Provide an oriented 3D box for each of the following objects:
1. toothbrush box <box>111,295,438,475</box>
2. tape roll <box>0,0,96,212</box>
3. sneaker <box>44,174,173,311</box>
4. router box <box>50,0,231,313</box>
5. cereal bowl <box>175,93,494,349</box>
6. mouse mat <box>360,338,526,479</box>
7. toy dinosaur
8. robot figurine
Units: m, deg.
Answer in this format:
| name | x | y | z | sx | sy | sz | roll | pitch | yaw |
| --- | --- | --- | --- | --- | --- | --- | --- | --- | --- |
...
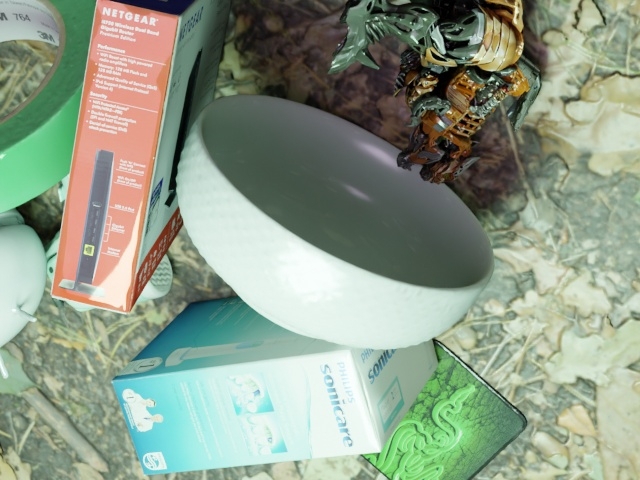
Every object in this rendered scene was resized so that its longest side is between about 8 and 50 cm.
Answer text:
| name | x | y | z | sx | sy | sz | roll | pitch | yaw |
| --- | --- | --- | --- | --- | --- | --- | --- | --- | --- |
| toothbrush box | -0.046 | 0.146 | 1.934 | 0.295 | 0.216 | 0.126 | -10 | 108 | 24 |
| tape roll | -0.372 | -0.162 | 1.869 | 0.321 | 0.321 | 0.077 | 2 | 142 | 20 |
| sneaker | -0.291 | -0.030 | 2.023 | 0.151 | 0.094 | 0.256 | -18 | 104 | 29 |
| router box | -0.175 | -0.124 | 1.775 | 0.082 | 0.335 | 0.301 | 13 | 110 | 3 |
| cereal bowl | 0.000 | 0.000 | 1.781 | 0.339 | 0.339 | 0.141 | 31 | 114 | 6 |
| mouse mat | 0.129 | 0.218 | 2.021 | 0.152 | 0.007 | 0.189 | 41 | 121 | 0 |
| toy dinosaur | 0.133 | -0.216 | 1.779 | 0.218 | 0.164 | 0.322 | 18 | 100 | -3 |
| robot figurine | -0.455 | -0.003 | 2.011 | 0.353 | 0.200 | 0.300 | 48 | 150 | 12 |
